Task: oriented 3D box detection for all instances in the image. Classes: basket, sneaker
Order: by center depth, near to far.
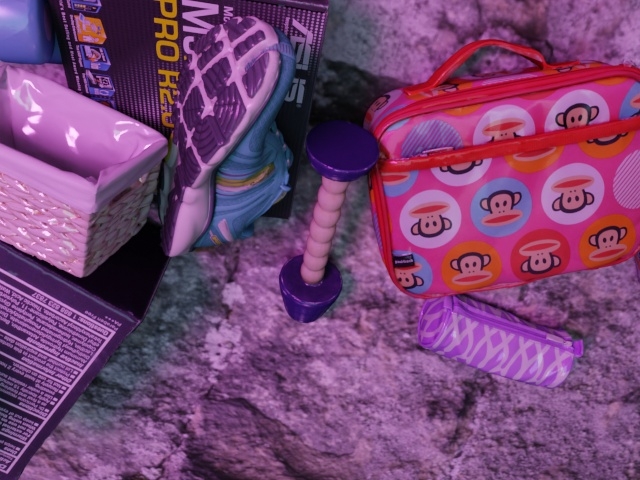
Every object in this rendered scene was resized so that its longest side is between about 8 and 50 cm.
[{"bbox_3d":[-0.231,-0.058,0.500,0.167,0.113,0.103,24,126,6],"label":"basket"},{"bbox_3d":[-0.074,-0.081,0.524,0.110,0.107,0.275,-4,153,-25],"label":"sneaker"}]

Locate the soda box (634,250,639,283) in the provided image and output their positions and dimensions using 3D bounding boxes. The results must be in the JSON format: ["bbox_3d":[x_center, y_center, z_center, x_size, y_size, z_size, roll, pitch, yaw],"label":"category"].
[{"bbox_3d":[0.411,-0.015,0.710,0.063,0.058,0.183,-20,117,8],"label":"soda box"}]

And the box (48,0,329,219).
[{"bbox_3d":[-0.118,-0.134,0.562,0.216,0.060,0.270,8,144,-6],"label":"box"}]

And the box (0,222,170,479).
[{"bbox_3d":[-0.373,0.060,0.648,0.296,0.182,0.294,35,111,-17],"label":"box"}]

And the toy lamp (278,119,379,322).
[{"bbox_3d":[0.000,0.000,0.652,0.080,0.080,0.274,6,141,-5],"label":"toy lamp"}]

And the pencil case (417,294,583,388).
[{"bbox_3d":[0.227,0.126,0.761,0.206,0.086,0.088,17,151,-13],"label":"pencil case"}]

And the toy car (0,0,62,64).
[{"bbox_3d":[-0.330,-0.270,0.475,0.219,0.210,0.237,0,106,-14],"label":"toy car"}]

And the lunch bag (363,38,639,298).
[{"bbox_3d":[0.195,-0.083,0.637,0.293,0.120,0.258,-11,114,2],"label":"lunch bag"}]
